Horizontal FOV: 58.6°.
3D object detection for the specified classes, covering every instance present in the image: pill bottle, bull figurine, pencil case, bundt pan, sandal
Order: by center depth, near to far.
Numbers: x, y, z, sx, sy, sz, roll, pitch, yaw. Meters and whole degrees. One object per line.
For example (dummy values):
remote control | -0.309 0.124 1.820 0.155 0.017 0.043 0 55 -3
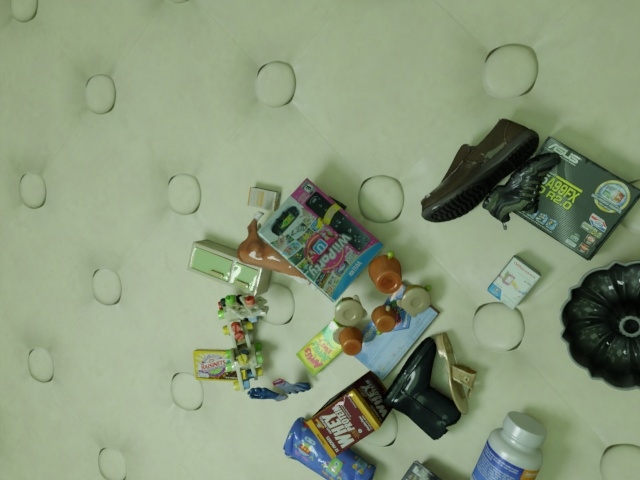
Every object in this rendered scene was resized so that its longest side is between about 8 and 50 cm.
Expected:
bundt pan | 0.778 0.204 1.438 0.330 0.124 0.331 2 96 23
pill bottle | 0.518 0.619 1.573 0.152 0.152 0.272 24 105 18
sandal | 0.406 0.376 1.628 0.079 0.088 0.240 -22 82 29
bull figurine | -0.101 0.035 1.767 0.310 0.101 0.189 16 82 1
pencil case | 0.019 0.689 1.799 0.306 0.119 0.133 28 76 17

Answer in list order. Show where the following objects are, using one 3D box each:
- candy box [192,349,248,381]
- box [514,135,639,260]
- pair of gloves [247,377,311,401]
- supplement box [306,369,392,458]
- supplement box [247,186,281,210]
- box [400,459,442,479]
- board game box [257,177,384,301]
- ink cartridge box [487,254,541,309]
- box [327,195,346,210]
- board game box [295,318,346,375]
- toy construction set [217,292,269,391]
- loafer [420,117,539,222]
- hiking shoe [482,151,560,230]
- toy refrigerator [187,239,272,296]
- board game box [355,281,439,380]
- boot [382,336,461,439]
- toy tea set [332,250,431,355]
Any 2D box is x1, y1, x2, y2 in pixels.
candy box | -0.346 0.432 1.972 0.205 0.027 0.105 -4 91 22
box | 0.650 -0.111 1.490 0.270 0.060 0.216 37 108 15
pair of gloves | -0.135 0.481 1.833 0.198 0.159 0.023 -24 54 27
supplement box | 0.096 0.517 1.710 0.191 0.194 0.129 -40 81 21
supplement box | -0.182 -0.135 1.837 0.098 0.036 0.062 14 101 20
box | 0.287 0.881 1.593 0.318 0.097 0.395 32 75 34
board game box | 0.000 0.000 1.679 0.303 0.097 0.224 41 82 3
ink cartridge box | 0.532 0.114 1.567 0.088 0.052 0.122 38 107 14
box | 0.034 -0.086 1.765 0.067 0.018 0.083 31 106 16
board game box | 0.017 0.336 1.805 0.181 0.043 0.092 -45 79 20
toy construction set | -0.251 0.294 1.811 0.151 0.215 0.328 1 120 -12
loafer | 0.415 -0.190 1.557 0.366 0.134 0.130 -39 58 11
hiking shoe | 0.534 -0.130 1.470 0.114 0.086 0.227 47 117 -1
toy refrigerator | -0.300 0.088 1.879 0.269 0.094 0.102 19 102 19
board game box | 0.218 0.277 1.726 0.145 0.027 0.281 39 108 12
boot | 0.328 0.434 1.666 0.207 0.094 0.247 33 92 3
toy tea set | 0.151 0.185 1.681 0.336 0.124 0.200 -39 111 14
